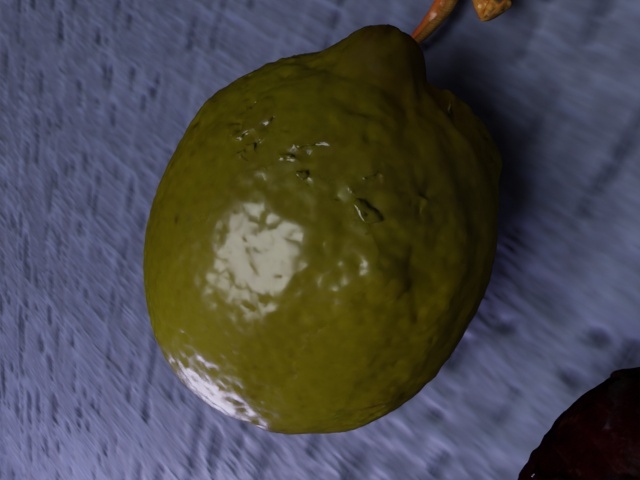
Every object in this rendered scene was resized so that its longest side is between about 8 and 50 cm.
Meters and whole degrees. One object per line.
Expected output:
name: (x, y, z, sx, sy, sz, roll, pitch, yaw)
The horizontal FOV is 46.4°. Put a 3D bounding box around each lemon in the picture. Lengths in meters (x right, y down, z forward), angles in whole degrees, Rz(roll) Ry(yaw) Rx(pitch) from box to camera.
lemon: (0.000, 0.000, 0.542, 0.245, 0.245, 0.319, 40, 123, 28)

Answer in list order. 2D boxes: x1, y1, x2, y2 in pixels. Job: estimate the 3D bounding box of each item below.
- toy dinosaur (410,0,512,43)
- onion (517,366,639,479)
toy dinosaur: (0.116, -0.210, 0.471, 0.288, 0.070, 0.117, -15, 102, 56)
onion: (0.217, 0.207, 0.417, 0.221, 0.281, 0.280, 0, 109, 3)
